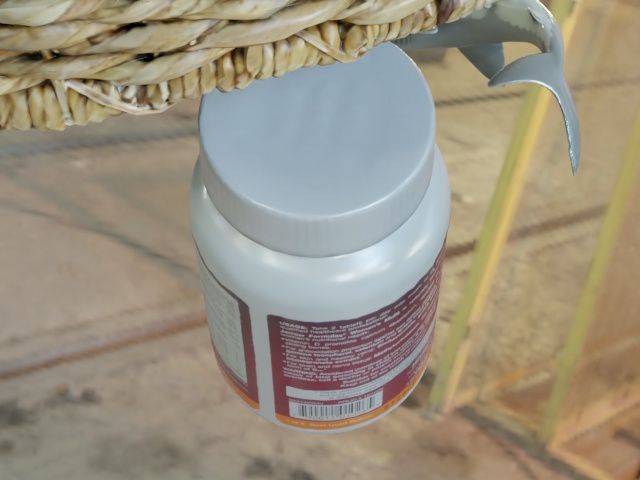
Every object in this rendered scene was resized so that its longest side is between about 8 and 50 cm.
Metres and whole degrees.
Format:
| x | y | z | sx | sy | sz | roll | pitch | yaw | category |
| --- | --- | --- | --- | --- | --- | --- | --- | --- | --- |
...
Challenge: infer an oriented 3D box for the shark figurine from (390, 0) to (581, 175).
| x | y | z | sx | sy | sz | roll | pitch | yaw | category |
| --- | --- | --- | --- | --- | --- | --- | --- | --- | --- |
| 0.137 | -0.154 | 1.220 | 0.166 | 0.116 | 0.278 | -42 | 40 | -19 | shark figurine |

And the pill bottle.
| x | y | z | sx | sy | sz | roll | pitch | yaw | category |
| --- | --- | --- | --- | --- | --- | --- | --- | --- | --- |
| 0.000 | 0.000 | 0.732 | 0.121 | 0.221 | 0.121 | 0 | 61 | 0 | pill bottle |

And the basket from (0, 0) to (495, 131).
| x | y | z | sx | sy | sz | roll | pitch | yaw | category |
| --- | --- | --- | --- | --- | --- | --- | --- | --- | --- |
| -0.052 | -0.123 | 0.562 | 0.299 | 0.223 | 0.213 | -17 | 58 | -12 | basket |
